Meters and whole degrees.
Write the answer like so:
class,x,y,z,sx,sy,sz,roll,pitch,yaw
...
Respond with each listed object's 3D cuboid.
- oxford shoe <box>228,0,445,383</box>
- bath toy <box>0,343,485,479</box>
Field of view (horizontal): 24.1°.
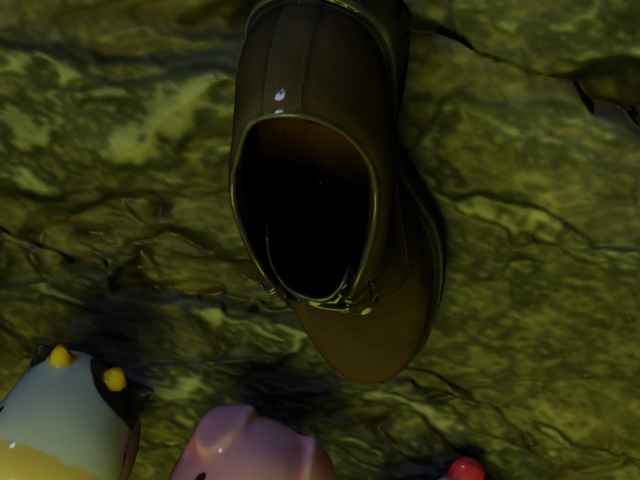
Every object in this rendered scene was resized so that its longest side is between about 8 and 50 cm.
class,x,y,z,sx,sy,sz,roll,pitch,yaw
oxford shoe,0.000,0.000,0.617,0.083,0.096,0.227,2,142,16
bath toy,-0.059,0.125,0.781,0.348,0.151,0.129,23,99,-5
